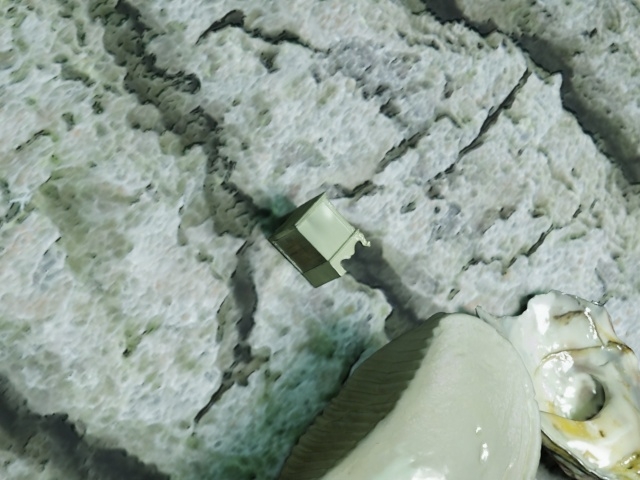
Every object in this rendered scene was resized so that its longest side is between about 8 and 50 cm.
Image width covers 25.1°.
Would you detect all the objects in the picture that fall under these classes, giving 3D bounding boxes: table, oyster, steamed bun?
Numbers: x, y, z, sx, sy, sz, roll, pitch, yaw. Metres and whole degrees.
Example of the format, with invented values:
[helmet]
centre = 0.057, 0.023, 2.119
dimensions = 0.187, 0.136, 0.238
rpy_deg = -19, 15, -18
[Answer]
[table]
centre = 0.000, 0.000, 1.675
dimensions = 0.083, 0.079, 0.062
rpy_deg = 47, 62, -8
[oyster]
centre = 0.310, 0.189, 1.759
dimensions = 0.275, 0.100, 0.271
rpy_deg = 8, 68, -11
[steamed bun]
centre = 0.090, 0.279, 1.532
dimensions = 0.236, 0.247, 0.383
rpy_deg = 42, 58, -3
